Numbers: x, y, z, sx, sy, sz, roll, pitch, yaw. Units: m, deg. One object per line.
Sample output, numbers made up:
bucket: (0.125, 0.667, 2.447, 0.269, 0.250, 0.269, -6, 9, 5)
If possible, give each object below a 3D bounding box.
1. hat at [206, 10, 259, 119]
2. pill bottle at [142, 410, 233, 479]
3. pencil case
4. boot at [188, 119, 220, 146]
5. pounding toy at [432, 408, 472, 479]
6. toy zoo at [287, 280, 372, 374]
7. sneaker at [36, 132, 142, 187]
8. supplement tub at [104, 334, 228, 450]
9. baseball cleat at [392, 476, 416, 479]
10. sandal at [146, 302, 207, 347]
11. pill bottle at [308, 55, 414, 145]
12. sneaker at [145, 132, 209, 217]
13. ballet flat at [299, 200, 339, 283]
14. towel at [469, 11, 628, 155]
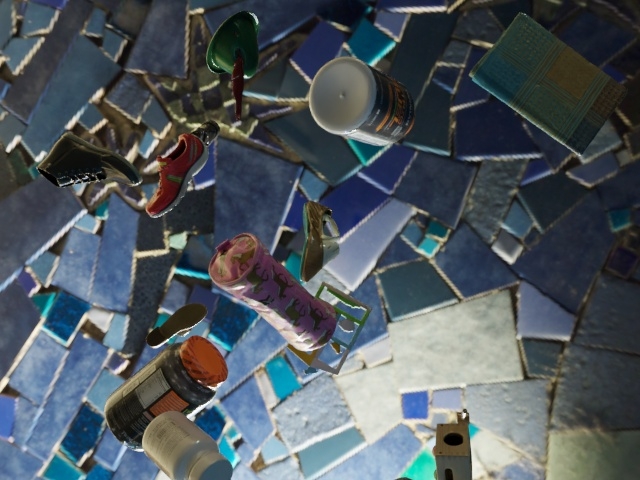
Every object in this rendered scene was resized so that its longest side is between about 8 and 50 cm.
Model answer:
hat: (-0.173, -0.444, 1.543, 0.209, 0.183, 0.173, -55, 161, 25)
pill bottle: (-0.319, 0.519, 1.460, 0.131, 0.229, 0.131, -19, 118, -41)
pencil case: (-0.114, 0.138, 1.556, 0.386, 0.167, 0.160, 46, 52, -41)
boot: (-0.453, -0.304, 2.072, 0.263, 0.091, 0.229, -52, -174, 23)
pounding toy: (0.332, 0.508, 1.536, 0.206, 0.094, 0.181, -58, 141, -66)
toy zoo: (0.020, 0.306, 1.984, 0.293, 0.192, 0.030, -60, 178, -12)
sneaker: (-0.527, -0.152, 1.388, 0.083, 0.222, 0.118, 98, 18, -59)
supplement tub: (-0.444, 0.439, 1.763, 0.338, 0.207, 0.207, -39, 172, 13)
baseball cleat: (0.226, 0.508, 1.190, 0.109, 0.205, 0.072, -29, -135, 40)
sandal: (-0.510, 0.311, 2.182, 0.240, 0.088, 0.079, -33, 157, -9)
pill bottle: (0.091, -0.244, 1.105, 0.245, 0.130, 0.131, -3, 116, -61)
sneaker: (-0.457, -0.203, 1.824, 0.118, 0.107, 0.279, 37, 83, -43)
ballet flat: (0.000, 0.000, 1.941, 0.342, 0.124, 0.116, -89, -176, -49)
towel: (0.621, -0.429, 1.649, 0.271, 0.370, 0.040, -49, 173, -17)
